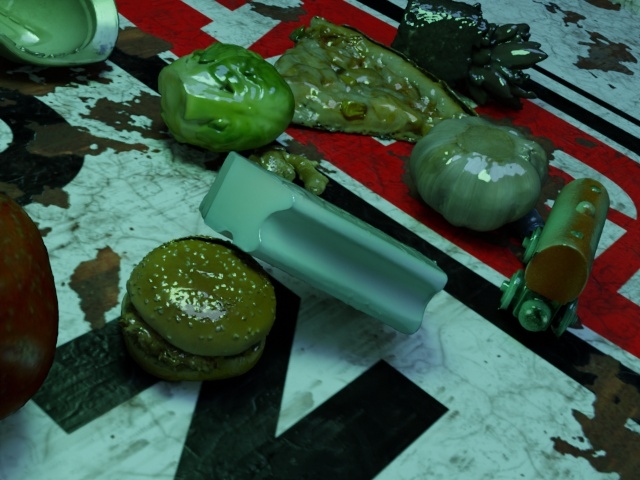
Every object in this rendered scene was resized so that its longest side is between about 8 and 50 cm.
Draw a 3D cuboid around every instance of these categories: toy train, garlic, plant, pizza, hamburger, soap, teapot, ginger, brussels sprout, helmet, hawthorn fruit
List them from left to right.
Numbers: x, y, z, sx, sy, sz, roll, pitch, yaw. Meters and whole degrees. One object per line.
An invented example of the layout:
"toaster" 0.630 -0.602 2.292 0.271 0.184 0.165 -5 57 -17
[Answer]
"hawthorn fruit" -0.367 0.095 0.843 0.254 0.254 0.300 -4 67 -30
"helmet" -0.481 -0.364 1.497 0.258 0.137 0.204 13 68 -38
"hamburger" -0.147 0.078 1.051 0.191 0.118 0.182 -18 45 -36
"brussels sprout" -0.145 -0.217 1.424 0.223 0.161 0.223 8 41 -7
"ginger" -0.083 -0.091 1.379 0.193 0.052 0.176 5 34 -25
"soap" 0.000 0.000 1.139 0.290 0.095 0.173 28 6 -16
"pizza" 0.067 -0.325 1.755 0.435 0.080 0.392 7 36 -20
"plant" 0.310 -0.396 1.878 0.321 0.181 0.194 19 27 0
"garlic" 0.253 -0.106 1.466 0.228 0.152 0.227 7 35 -5
"teapot" 0.344 -0.024 1.500 0.049 0.063 0.083 -22 46 -2
"toy train" 0.355 0.017 1.322 0.116 0.177 0.285 27 34 11
